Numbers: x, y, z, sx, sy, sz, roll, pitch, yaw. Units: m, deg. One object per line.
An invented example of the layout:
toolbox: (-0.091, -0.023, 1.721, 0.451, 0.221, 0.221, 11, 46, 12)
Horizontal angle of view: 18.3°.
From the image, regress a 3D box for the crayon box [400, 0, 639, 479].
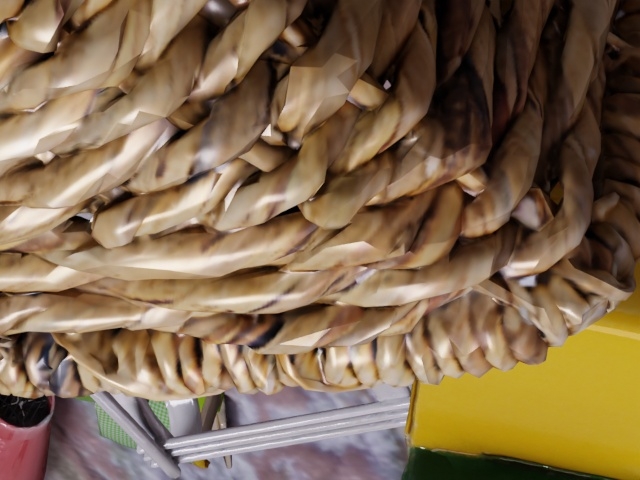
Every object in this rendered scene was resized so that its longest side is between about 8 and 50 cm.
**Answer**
crayon box: (0.141, -0.035, 0.509, 0.202, 0.318, 0.081, 11, 146, 5)

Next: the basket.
basket: (-0.046, -0.105, 0.494, 0.223, 0.299, 0.213, 30, 142, -23)

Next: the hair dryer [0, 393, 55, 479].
hair dryer: (-0.258, 0.115, 1.095, 0.293, 0.080, 0.223, -8, 139, 30)

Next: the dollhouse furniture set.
dollhouse furniture set: (-0.088, 0.090, 1.012, 0.076, 0.058, 0.151, 10, 146, 8)

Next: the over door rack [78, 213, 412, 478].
over door rack: (0.000, 0.000, 0.736, 0.239, 0.108, 0.324, -11, 162, 12)
